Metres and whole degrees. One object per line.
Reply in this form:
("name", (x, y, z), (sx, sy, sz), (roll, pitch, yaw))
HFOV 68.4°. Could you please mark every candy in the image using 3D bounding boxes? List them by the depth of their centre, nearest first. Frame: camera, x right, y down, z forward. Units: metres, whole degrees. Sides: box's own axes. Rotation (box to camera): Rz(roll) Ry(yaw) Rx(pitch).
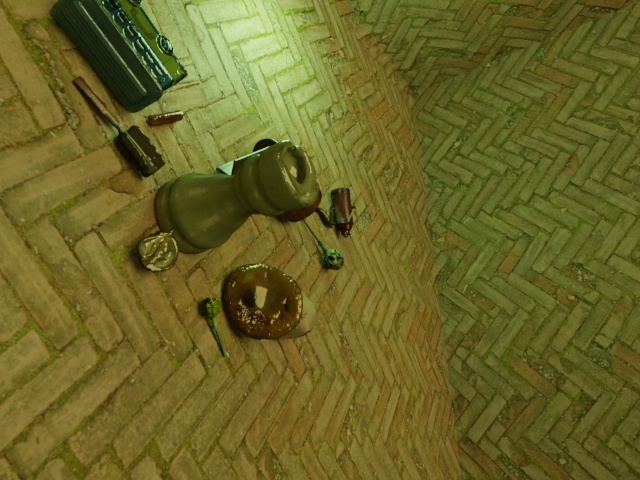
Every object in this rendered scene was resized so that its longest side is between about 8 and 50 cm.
("candy", (-0.309, 0.260, 1.404), (0.062, 0.058, 0.194), (-29, 110, -51))
("candy", (0.000, 0.000, 2.019), (0.305, 0.091, 0.083), (56, 6, -17))

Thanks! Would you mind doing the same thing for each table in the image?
("table", (-0.242, -0.253, 1.660), (0.226, 0.167, 0.167), (-36, 109, -49))

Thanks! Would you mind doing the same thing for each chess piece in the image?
("chess piece", (-0.227, -0.121, 1.315), (0.234, 0.442, 0.234), (35, 47, -48))

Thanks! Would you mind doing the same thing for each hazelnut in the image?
("hazelnut", (-0.095, -0.170, 1.836), (0.214, 0.176, 0.214), (-11, 107, -40))

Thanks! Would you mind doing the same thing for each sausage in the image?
("sausage", (-0.468, -0.374, 1.435), (0.147, 0.035, 0.030), (-39, 143, -57))

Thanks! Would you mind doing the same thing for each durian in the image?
("durian", (-0.438, 0.022, 1.263), (0.110, 0.071, 0.140), (45, 54, -34))

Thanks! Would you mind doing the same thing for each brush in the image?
("brush", (-0.538, -0.306, 1.259), (0.301, 0.071, 0.084), (54, 39, -22))

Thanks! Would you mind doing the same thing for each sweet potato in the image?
("sweet potato", (0.015, -0.112, 2.128), (0.153, 0.038, 0.041), (50, 15, -33))

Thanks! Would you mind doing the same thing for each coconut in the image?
("coconut", (-0.089, 0.264, 1.647), (0.183, 0.171, 0.171), (52, 36, -24))

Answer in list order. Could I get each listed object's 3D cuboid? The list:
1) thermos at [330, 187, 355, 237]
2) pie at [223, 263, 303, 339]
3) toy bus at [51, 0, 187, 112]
("thermos", (0.103, -0.126, 2.232), (0.124, 0.099, 0.232), (1, 75, -21))
("pie", (-0.186, 0.193, 1.517), (0.273, 0.069, 0.273), (6, 64, -13))
("toy bus", (-0.532, -0.533, 1.281), (0.312, 0.152, 0.190), (57, 33, -28))
